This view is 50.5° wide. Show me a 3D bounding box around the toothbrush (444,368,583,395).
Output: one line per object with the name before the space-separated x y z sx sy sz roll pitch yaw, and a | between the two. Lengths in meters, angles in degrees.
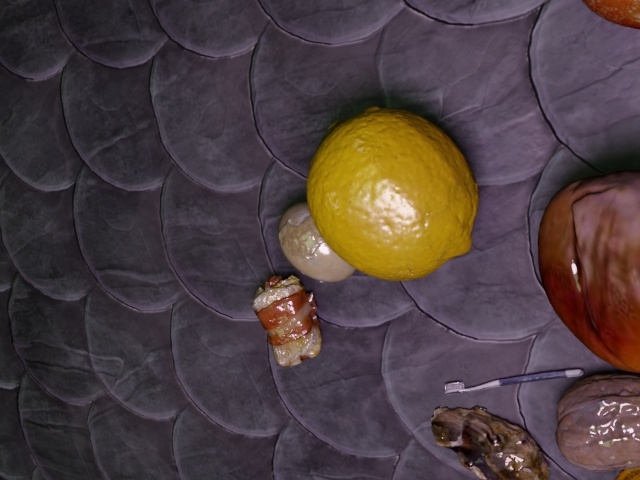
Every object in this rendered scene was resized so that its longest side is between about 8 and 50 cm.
toothbrush | 0.387 0.285 1.381 0.288 0.024 0.026 -16 76 30

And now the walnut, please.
walnut | 0.536 0.324 1.222 0.230 0.178 0.178 -20 88 35

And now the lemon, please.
lemon | 0.133 -0.085 1.293 0.336 0.336 0.336 5 100 27

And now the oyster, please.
oyster | 0.346 0.449 1.395 0.294 0.094 0.166 20 115 30

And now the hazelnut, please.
hazelnut | 0.522 0.041 1.095 0.372 0.372 0.315 40 77 17

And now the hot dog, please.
hot dog | -0.072 0.182 1.569 0.146 0.103 0.213 -16 100 8

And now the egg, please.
egg | -0.003 0.002 1.462 0.201 0.164 0.164 43 115 11

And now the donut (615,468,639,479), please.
donut | 0.629 0.511 1.258 0.174 0.074 0.190 18 107 24

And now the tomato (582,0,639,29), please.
tomato | 0.529 -0.473 1.072 0.270 0.222 0.270 3 108 8
